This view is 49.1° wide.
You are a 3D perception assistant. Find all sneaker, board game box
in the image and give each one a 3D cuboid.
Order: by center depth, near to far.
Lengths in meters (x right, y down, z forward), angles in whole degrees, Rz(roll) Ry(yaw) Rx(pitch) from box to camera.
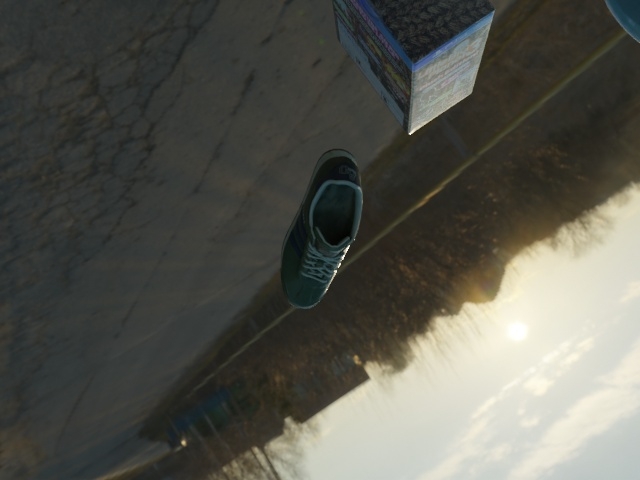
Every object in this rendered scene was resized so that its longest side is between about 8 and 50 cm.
[{"bbox_3d":[0.000,0.000,0.767,0.086,0.064,0.192,-108,-147,-68],"label":"sneaker"},{"bbox_3d":[0.137,-0.344,1.128,0.141,0.232,0.291,-34,168,-2],"label":"board game box"}]

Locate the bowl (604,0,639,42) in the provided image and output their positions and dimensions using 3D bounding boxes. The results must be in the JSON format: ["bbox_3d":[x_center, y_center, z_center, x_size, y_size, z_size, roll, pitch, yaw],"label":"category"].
[{"bbox_3d":[0.529,-0.389,0.882,0.163,0.311,0.311,-53,-177,-27],"label":"bowl"}]
